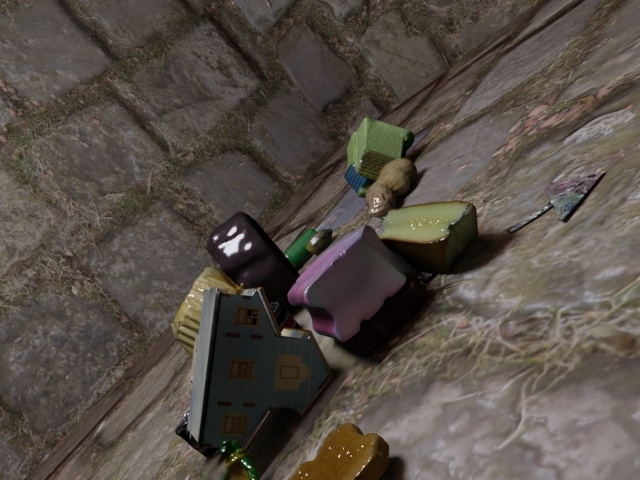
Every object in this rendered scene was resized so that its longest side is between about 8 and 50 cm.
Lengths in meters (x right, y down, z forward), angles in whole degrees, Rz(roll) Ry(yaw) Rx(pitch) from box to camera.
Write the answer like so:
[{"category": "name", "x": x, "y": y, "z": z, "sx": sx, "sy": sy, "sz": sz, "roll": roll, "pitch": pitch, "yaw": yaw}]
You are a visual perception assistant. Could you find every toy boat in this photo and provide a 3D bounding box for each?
[{"category": "toy boat", "x": -0.123, "y": 0.348, "z": 0.647, "sx": 0.089, "sy": 0.088, "sz": 0.229, "roll": -38, "pitch": 12, "yaw": 19}]

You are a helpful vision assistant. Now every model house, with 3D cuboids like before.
[{"category": "model house", "x": -0.098, "y": 0.209, "z": 0.865, "sx": 0.178, "sy": 0.206, "sz": 0.271, "roll": 155, "pitch": 121, "yaw": -66}, {"category": "model house", "x": 0.176, "y": -0.237, "z": 1.649, "sx": 0.214, "sy": 0.195, "sz": 0.189, "roll": 129, "pitch": 157, "yaw": -60}]

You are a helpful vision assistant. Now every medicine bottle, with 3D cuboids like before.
[{"category": "medicine bottle", "x": -0.115, "y": 0.085, "z": 1.608, "sx": 0.309, "sy": 0.076, "sz": 0.111, "roll": -45, "pitch": 13, "yaw": -13}]

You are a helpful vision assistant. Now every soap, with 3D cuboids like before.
[{"category": "soap", "x": 0.041, "y": 0.071, "z": 0.930, "sx": 0.193, "sy": 0.109, "sz": 0.324, "roll": -42, "pitch": 1, "yaw": -12}]

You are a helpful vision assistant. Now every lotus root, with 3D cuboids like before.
[{"category": "lotus root", "x": 0.000, "y": 0.000, "z": 1.573, "sx": 0.099, "sy": 0.054, "sz": 0.049, "roll": -44, "pitch": 2, "yaw": -3}]

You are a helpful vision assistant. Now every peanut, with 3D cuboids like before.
[{"category": "peanut", "x": 0.182, "y": -0.137, "z": 1.379, "sx": 0.104, "sy": 0.086, "sz": 0.228, "roll": -2, "pitch": 40, "yaw": 45}]

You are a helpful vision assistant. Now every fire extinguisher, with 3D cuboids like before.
[{"category": "fire extinguisher", "x": 0.120, "y": 0.107, "z": 0.820, "sx": 0.157, "sy": 0.045, "sz": 0.078, "roll": -44, "pitch": -10, "yaw": 0}]

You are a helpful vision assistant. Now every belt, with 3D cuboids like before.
[{"category": "belt", "x": -0.151, "y": 0.261, "z": 1.041, "sx": 0.126, "sy": 0.094, "sz": 0.360, "roll": -39, "pitch": 10, "yaw": 40}]

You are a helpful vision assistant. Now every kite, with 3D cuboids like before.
[{"category": "kite", "x": 0.336, "y": -0.054, "z": 0.754, "sx": 0.156, "sy": 0.011, "sz": 0.139, "roll": -37, "pitch": 10, "yaw": 24}]

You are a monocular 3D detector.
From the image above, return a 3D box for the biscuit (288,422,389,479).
[{"category": "biscuit", "x": -0.010, "y": 0.303, "z": 0.564, "sx": 0.225, "sy": 0.036, "sz": 0.166, "roll": -51, "pitch": 13, "yaw": -21}]

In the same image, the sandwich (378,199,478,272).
[{"category": "sandwich", "x": 0.184, "y": -0.006, "z": 0.882, "sx": 0.094, "sy": 0.096, "sz": 0.258, "roll": -51, "pitch": 14, "yaw": -9}]

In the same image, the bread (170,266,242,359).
[{"category": "bread", "x": -0.287, "y": 0.204, "z": 1.414, "sx": 0.236, "sy": 0.183, "sz": 0.388, "roll": -61, "pitch": 7, "yaw": 6}]

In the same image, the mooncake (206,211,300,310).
[{"category": "mooncake", "x": -0.162, "y": 0.065, "z": 1.331, "sx": 0.141, "sy": 0.283, "sz": 0.283, "roll": -42, "pitch": 11, "yaw": 0}]
